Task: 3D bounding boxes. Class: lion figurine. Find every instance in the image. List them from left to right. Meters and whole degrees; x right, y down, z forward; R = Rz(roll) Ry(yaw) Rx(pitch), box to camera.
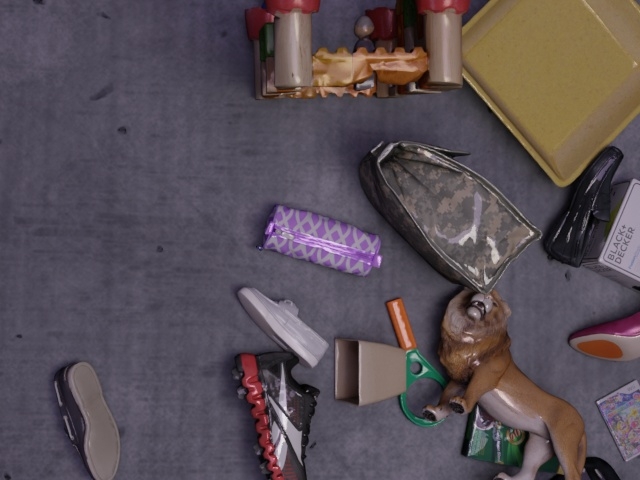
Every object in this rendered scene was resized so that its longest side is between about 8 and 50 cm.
[{"bbox_3d":[0.330,0.270,1.690,0.392,0.142,0.240,47,52,-2],"label":"lion figurine"}]

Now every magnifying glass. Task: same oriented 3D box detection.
[{"bbox_3d":[0.163,0.214,1.751,0.092,0.026,0.231,-18,92,-8],"label":"magnifying glass"}]

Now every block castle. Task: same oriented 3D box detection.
[{"bbox_3d":[0.046,-0.333,1.545,0.303,0.453,0.213,-2,95,-7],"label":"block castle"}]

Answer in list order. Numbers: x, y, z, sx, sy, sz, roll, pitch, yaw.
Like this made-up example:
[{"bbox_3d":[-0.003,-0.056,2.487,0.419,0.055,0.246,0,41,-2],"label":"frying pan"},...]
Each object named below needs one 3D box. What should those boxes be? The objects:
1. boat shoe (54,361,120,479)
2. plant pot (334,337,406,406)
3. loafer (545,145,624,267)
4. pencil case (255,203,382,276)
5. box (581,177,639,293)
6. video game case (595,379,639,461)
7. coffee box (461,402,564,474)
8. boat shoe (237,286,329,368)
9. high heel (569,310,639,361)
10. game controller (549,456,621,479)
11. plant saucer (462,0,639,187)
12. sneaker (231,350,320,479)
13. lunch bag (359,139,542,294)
[{"bbox_3d":[-0.389,0.302,1.658,0.065,0.075,0.206,-11,96,34],"label":"boat shoe"},{"bbox_3d":[0.088,0.221,1.703,0.096,0.109,0.109,1,87,-21],"label":"plant pot"},{"bbox_3d":[0.478,-0.058,1.758,0.078,0.076,0.223,32,101,28],"label":"loafer"},{"bbox_3d":[0.000,0.000,1.703,0.206,0.088,0.086,15,87,-8],"label":"pencil case"},{"bbox_3d":[0.633,0.027,1.794,0.290,0.087,0.169,26,84,-6],"label":"box"},{"bbox_3d":[0.560,0.325,1.808,0.087,0.011,0.122,-27,91,-8],"label":"video game case"},{"bbox_3d":[0.349,0.341,1.761,0.184,0.040,0.113,13,85,-8],"label":"coffee box"},{"bbox_3d":[-0.060,0.136,1.703,0.184,0.066,0.063,43,68,-2],"label":"boat shoe"},{"bbox_3d":[0.559,0.140,1.753,0.082,0.244,0.117,49,45,-31],"label":"high heel"},{"bbox_3d":[0.410,0.521,1.761,0.319,0.067,0.166,-31,78,-9],"label":"game controller"},{"bbox_3d":[0.418,-0.320,1.770,0.333,0.081,0.333,-45,102,-8],"label":"plant saucer"},{"bbox_3d":[-0.054,0.309,1.675,0.135,0.097,0.276,-16,88,-6],"label":"sneaker"},{"bbox_3d":[0.193,-0.064,1.660,0.287,0.235,0.169,42,88,-5],"label":"lunch bag"}]
